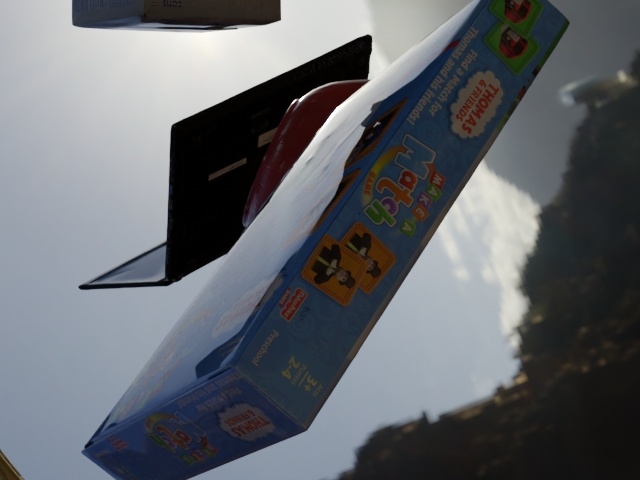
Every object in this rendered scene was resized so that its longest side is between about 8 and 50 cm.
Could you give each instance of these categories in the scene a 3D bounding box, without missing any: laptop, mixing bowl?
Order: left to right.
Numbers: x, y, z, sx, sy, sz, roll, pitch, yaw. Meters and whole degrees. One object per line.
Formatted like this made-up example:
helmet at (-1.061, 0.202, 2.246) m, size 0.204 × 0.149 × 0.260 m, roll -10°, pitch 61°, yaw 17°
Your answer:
laptop at (-0.090, -0.067, 1.354) m, size 0.136 × 0.234 × 0.264 m, roll 35°, pitch 137°, yaw 30°
mixing bowl at (0.014, -0.030, 0.912) m, size 0.098 × 0.181 × 0.181 m, roll 24°, pitch -160°, yaw 4°

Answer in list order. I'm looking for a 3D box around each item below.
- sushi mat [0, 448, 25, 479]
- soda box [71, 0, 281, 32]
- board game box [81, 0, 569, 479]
sushi mat at (-0.268, 0.130, 1.007) m, size 0.316 × 0.019 × 0.151 m, roll 46°, pitch -170°, yaw 23°
soda box at (-0.086, -0.266, 0.856) m, size 0.098 × 0.091 × 0.286 m, roll -4°, pitch -85°, yaw -37°
board game box at (0.000, 0.000, 0.596) m, size 0.039 × 0.160 × 0.211 m, roll 42°, pitch -121°, yaw -10°
